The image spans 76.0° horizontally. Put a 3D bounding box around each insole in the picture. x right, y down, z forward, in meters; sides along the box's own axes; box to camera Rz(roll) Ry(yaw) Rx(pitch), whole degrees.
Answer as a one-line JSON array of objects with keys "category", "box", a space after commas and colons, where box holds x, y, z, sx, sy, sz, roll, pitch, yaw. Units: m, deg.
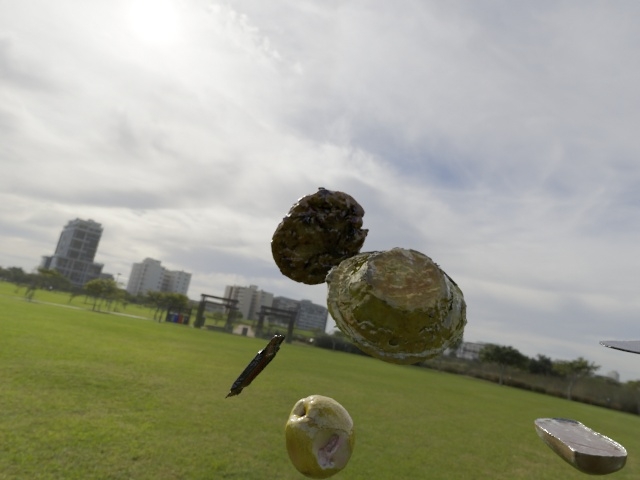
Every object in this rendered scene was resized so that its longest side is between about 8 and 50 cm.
[{"category": "insole", "box": [0.608, 0.185, 0.697, 0.327, 0.007, 0.111, 6, -2, -18]}]

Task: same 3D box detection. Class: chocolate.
[{"category": "chocolate", "box": [-0.151, 0.290, 0.944, 0.028, 0.182, 0.086, 42, 3, 18]}, {"category": "chocolate", "box": [0.729, 0.590, 1.162, 0.156, 0.080, 0.254, 1, -3, -1]}]

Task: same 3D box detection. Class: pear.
[{"category": "pear", "box": [-0.006, 0.685, 1.445, 0.270, 0.272, 0.271, 10, -13, 2]}]

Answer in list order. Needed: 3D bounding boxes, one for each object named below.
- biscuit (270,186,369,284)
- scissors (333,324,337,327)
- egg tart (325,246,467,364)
[{"category": "biscuit", "box": [0.004, 0.002, 1.289, 0.289, 0.334, 0.081, 24, 19, -18]}, {"category": "scissors", "box": [0.088, 0.259, 1.324, 0.022, 0.086, 0.176, 11, -29, -24]}, {"category": "egg tart", "box": [0.182, 0.120, 0.944, 0.340, 0.342, 0.132, 10, -46, 2]}]
